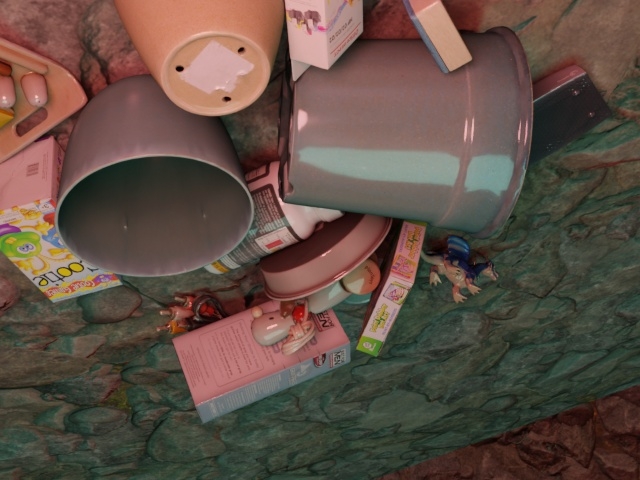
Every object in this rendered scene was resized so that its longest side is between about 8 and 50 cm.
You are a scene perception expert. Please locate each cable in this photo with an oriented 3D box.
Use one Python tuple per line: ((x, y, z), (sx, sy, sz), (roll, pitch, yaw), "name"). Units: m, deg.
((-0.251, 0.181, 1.752), (0.287, 0.072, 0.139), (10, 123, -48), "cable")

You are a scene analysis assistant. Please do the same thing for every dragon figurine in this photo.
((0.307, 0.048, 1.704), (0.289, 0.144, 0.085), (34, 127, -23), "dragon figurine")

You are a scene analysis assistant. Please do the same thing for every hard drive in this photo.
((0.412, -0.224, 1.391), (0.255, 0.054, 0.172), (-32, 141, 24), "hard drive")

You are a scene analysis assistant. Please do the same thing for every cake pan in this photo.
((0.000, 0.000, 1.398), (0.293, 0.293, 0.054), (-27, 112, 18), "cake pan")

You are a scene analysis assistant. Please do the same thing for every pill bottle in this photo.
((-0.106, -0.055, 1.357), (0.279, 0.162, 0.162), (-22, 144, 12), "pill bottle")

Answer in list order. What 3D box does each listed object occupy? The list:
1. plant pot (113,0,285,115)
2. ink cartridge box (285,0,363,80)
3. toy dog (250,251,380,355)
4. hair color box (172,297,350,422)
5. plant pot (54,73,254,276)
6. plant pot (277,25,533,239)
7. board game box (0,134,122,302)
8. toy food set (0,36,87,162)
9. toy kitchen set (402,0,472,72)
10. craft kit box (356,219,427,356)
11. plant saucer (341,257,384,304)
((-0.148, -0.298, 0.911), (0.257, 0.274, 0.256), (-9, 144, -6), "plant pot")
((0.007, -0.298, 0.934), (0.062, 0.104, 0.181), (21, 143, 21), "ink cartridge box")
((-0.022, 0.085, 1.574), (0.334, 0.161, 0.220), (-37, -170, -16), "toy dog")
((-0.136, 0.259, 1.696), (0.375, 0.185, 0.113), (-21, 146, -12), "hair color box")
((-0.268, -0.119, 1.150), (0.293, 0.235, 0.293), (-10, 145, -7), "plant pot")
((0.107, -0.176, 1.147), (0.334, 0.341, 0.341), (2, 143, -8), "plant pot")
((-0.475, -0.029, 1.283), (0.142, 0.144, 0.275), (-15, 144, 3), "board game box")
((-0.519, -0.195, 1.025), (0.220, 0.092, 0.306), (-28, 162, 20), "toy food set")
((0.090, -0.316, 1.022), (0.166, 0.207, 0.122), (-27, 142, 19), "toy kitchen set")
((0.156, 0.078, 1.541), (0.061, 0.250, 0.246), (22, 133, -1), "craft kit box")
((0.100, 0.112, 1.766), (0.195, 0.037, 0.195), (-10, 145, -7), "plant saucer")
